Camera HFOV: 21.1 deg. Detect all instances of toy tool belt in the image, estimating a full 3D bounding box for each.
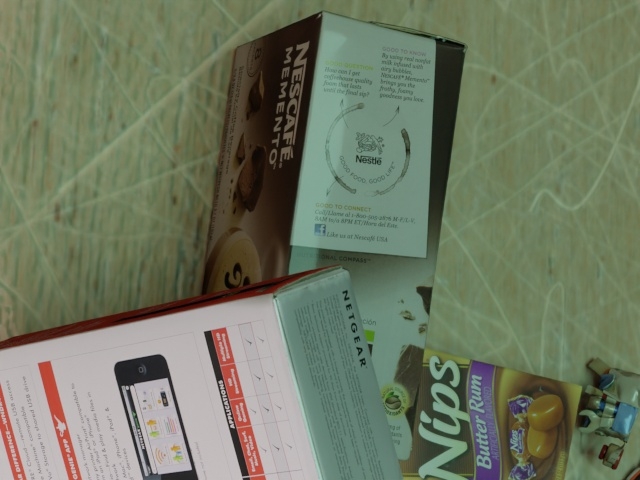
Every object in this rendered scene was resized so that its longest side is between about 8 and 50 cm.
[{"bbox_3d":[0.232,0.140,1.404,0.051,0.052,0.083,21,74,11],"label":"toy tool belt"}]

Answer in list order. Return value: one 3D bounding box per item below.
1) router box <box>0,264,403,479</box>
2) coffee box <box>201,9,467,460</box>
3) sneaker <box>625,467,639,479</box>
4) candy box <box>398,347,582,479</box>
[{"bbox_3d":[-0.081,0.207,1.126,0.082,0.301,0.335,-19,96,-54],"label":"router box"},{"bbox_3d":[0.000,0.000,1.243,0.119,0.168,0.297,11,83,-23],"label":"coffee box"},{"bbox_3d":[0.265,0.243,1.397,0.061,0.065,0.158,41,73,-16],"label":"sneaker"},{"bbox_3d":[0.105,0.147,1.343,0.187,0.053,0.109,14,82,-21],"label":"candy box"}]
